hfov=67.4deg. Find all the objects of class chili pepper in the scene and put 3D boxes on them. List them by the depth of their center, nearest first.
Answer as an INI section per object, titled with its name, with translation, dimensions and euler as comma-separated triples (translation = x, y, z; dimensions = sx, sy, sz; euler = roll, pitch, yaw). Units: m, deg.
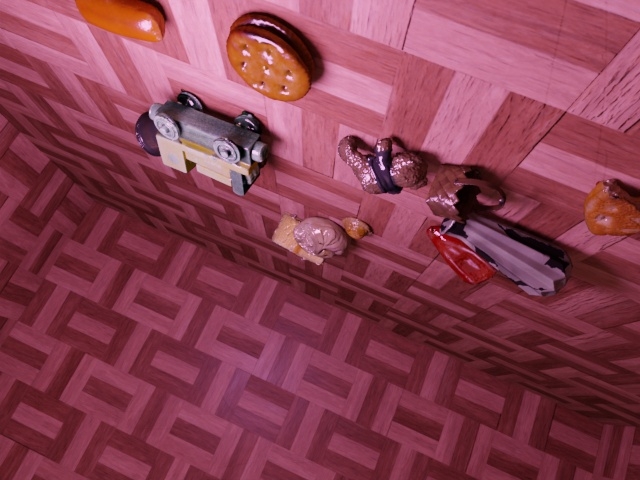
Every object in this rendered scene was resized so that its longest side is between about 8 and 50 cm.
[chili pepper]
translation = 0.455, 0.033, 1.558
dimensions = 0.252, 0.136, 0.144
euler = 38, -174, -16

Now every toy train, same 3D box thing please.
[toy train]
translation = -0.341, -0.297, 1.495
dimensions = 0.397, 0.160, 0.253
euler = 22, 146, 11

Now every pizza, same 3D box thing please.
[pizza]
translation = 0.666, -0.069, 1.057
dimensions = 0.161, 0.062, 0.182
euler = 18, 158, 41

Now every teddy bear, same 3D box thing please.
[teddy bear]
translation = 0.159, -0.183, 1.276
dimensions = 0.251, 0.129, 0.182
euler = 13, 161, 35

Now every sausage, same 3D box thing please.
[sausage]
translation = -0.482, -0.545, 1.158
dimensions = 0.238, 0.098, 0.098
euler = 19, 162, 11

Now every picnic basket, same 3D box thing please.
[picnic basket]
translation = 0.366, -0.112, 1.188
dimensions = 0.178, 0.138, 0.128
euler = 15, 163, 34

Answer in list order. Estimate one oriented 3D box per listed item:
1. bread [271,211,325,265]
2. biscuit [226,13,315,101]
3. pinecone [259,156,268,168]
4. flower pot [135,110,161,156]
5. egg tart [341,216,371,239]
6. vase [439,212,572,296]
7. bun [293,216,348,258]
[bread]
translation = -0.071, -0.011, 2.135
dimensions = 0.266, 0.178, 0.142
euler = 28, -166, -2
[biscuit]
translation = -0.116, -0.410, 1.094
dimensions = 0.220, 0.066, 0.220
euler = 22, 161, 8
[pinecone]
translation = -0.219, -0.275, 1.616
dimensions = 0.077, 0.077, 0.083
euler = 37, 169, -33
[flower pot]
translation = -0.538, -0.374, 1.651
dimensions = 0.106, 0.157, 0.157
euler = -3, 150, 31
[egg tart]
translation = 0.133, -0.043, 1.849
dimensions = 0.128, 0.049, 0.129
euler = 24, 161, 8
[vase]
translation = 0.522, 0.019, 1.358
dimensions = 0.360, 0.165, 0.165
euler = 30, 162, -3
[bun]
translation = 0.000, 0.000, 1.979
dimensions = 0.237, 0.116, 0.210
euler = 13, 147, -1
